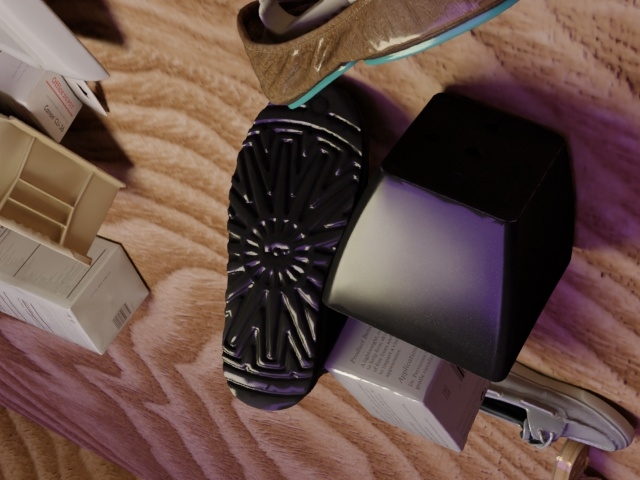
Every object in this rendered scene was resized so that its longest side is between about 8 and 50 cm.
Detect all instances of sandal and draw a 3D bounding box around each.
[{"bbox_3d":[0.353,0.349,1.432,0.079,0.088,0.240,25,148,28],"label":"sandal"}]

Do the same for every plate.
[{"bbox_3d":[-0.388,-0.274,1.138,0.277,0.045,0.278,28,169,28],"label":"plate"}]

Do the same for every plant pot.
[{"bbox_3d":[0.129,-0.019,0.977,0.188,0.187,0.167,25,140,17],"label":"plant pot"}]

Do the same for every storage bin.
[{"bbox_3d":[-0.436,-0.101,1.384,0.262,0.123,0.260,24,174,33],"label":"storage bin"}]

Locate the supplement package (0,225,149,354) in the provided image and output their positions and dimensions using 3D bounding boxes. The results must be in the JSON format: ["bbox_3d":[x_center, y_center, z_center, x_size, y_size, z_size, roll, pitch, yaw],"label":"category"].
[{"bbox_3d":[-0.429,0.062,1.748,0.244,0.139,0.134,18,149,29],"label":"supplement package"}]

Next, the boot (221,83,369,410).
[{"bbox_3d":[-0.004,0.000,1.172,0.131,0.348,0.260,16,-168,16],"label":"boot"}]

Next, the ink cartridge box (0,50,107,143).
[{"bbox_3d":[-0.371,-0.190,1.320,0.198,0.067,0.115,24,166,16],"label":"ink cartridge box"}]

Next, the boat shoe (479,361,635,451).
[{"bbox_3d":[0.263,0.211,1.306,0.227,0.081,0.079,24,152,18],"label":"boat shoe"}]

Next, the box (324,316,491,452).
[{"bbox_3d":[0.116,0.103,1.145,0.119,0.181,0.182,19,163,28],"label":"box"}]

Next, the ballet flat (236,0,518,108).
[{"bbox_3d":[0.026,-0.200,0.864,0.124,0.116,0.342,49,155,-16],"label":"ballet flat"}]
